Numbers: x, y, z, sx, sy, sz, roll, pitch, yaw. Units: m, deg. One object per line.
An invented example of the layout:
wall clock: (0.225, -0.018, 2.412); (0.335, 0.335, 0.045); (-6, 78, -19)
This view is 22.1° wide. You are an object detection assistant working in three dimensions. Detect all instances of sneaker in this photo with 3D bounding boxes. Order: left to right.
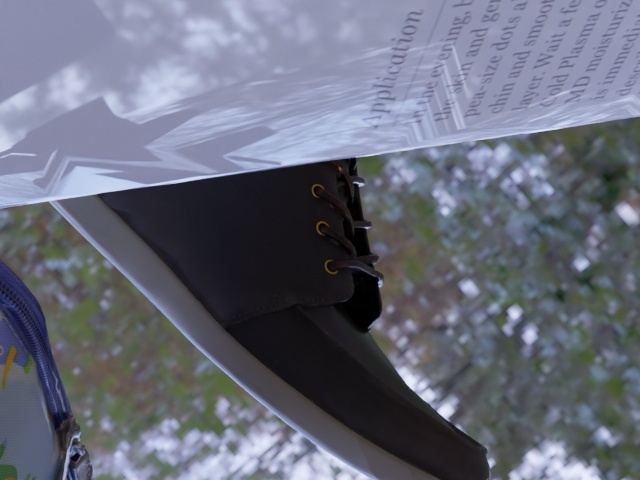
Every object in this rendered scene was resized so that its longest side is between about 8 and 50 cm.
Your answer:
sneaker: (0.000, 0.000, 0.623); (0.222, 0.118, 0.083); (40, 178, 20)

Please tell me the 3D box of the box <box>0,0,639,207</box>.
box: (-0.011, -0.151, 0.421); (0.345, 0.168, 0.215); (-9, -123, -22)

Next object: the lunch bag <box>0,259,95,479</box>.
lunch bag: (-0.182, 0.042, 0.502); (0.219, 0.176, 0.090); (17, -124, 14)
